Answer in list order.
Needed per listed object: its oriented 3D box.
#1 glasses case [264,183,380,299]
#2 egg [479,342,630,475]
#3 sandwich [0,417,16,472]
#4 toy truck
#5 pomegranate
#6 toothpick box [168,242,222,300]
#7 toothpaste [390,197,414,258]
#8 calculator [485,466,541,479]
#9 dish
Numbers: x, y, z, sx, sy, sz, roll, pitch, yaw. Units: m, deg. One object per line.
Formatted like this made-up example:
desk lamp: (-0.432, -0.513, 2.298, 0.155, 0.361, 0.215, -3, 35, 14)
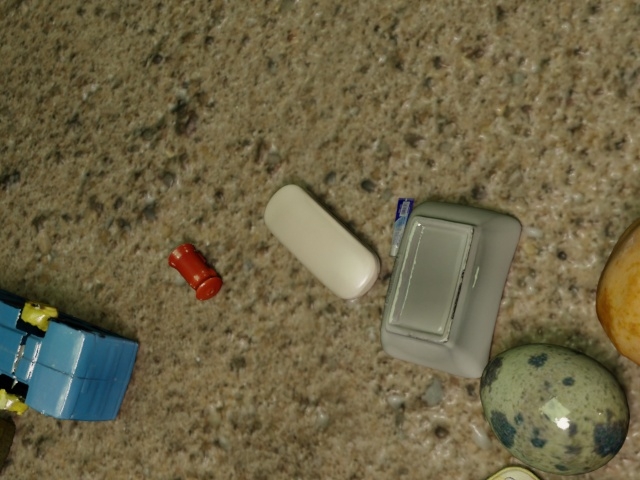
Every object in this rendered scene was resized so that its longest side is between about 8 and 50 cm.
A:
glasses case: (0.000, 0.000, 1.388, 0.081, 0.051, 0.204, -51, 60, 11)
egg: (0.258, 0.187, 1.148, 0.181, 0.141, 0.141, 26, 92, 41)
sandwich: (-0.585, 0.363, 1.630, 0.159, 0.079, 0.235, 24, 87, 42)
toy truck: (-0.467, 0.161, 1.555, 0.385, 0.162, 0.161, 14, 86, 33)
pomegranate: (0.390, 0.050, 1.064, 0.207, 0.207, 0.207, -8, 74, 28)
toothpick box: (-0.182, 0.047, 1.485, 0.047, 0.047, 0.083, -49, 61, 11)
toothpaste: (0.107, -0.017, 1.355, 0.024, 0.015, 0.083, 2, 74, 31)
calculator: (0.206, 0.377, 1.192, 0.236, 0.033, 0.157, -49, 59, 8)
dish: (0.150, 0.053, 1.275, 0.151, 0.077, 0.212, 12, 85, 31)
